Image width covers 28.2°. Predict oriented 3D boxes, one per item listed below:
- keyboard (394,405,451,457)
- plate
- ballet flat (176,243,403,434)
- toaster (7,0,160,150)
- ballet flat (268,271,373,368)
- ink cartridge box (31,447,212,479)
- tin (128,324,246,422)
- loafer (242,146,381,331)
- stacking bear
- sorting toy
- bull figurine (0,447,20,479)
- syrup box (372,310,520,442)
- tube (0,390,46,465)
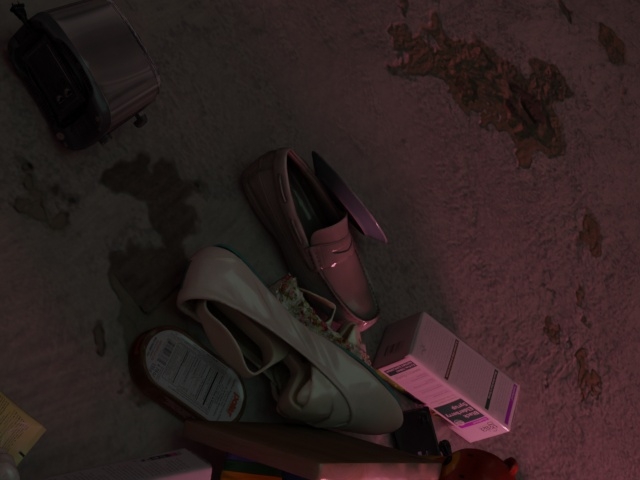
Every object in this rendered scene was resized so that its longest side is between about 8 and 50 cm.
[{"bbox_3d":[0.171,0.357,2.031,0.108,0.023,0.180,-6,76,-35],"label":"keyboard"},{"bbox_3d":[0.039,-0.063,2.022,0.024,0.188,0.188,-39,101,-4],"label":"plate"},{"bbox_3d":[-0.055,0.177,1.840,0.400,0.139,0.139,43,49,-9],"label":"ballet flat"},{"bbox_3d":[-0.333,-0.248,1.796,0.146,0.129,0.227,-35,93,-47],"label":"toaster"},{"bbox_3d":[0.011,0.138,1.938,0.241,0.091,0.077,41,78,-20],"label":"ballet flat"},{"bbox_3d":[-0.289,0.423,1.472,0.330,0.071,0.324,-3,108,-41],"label":"ink cartridge box"},{"bbox_3d":[-0.185,0.196,1.790,0.189,0.040,0.106,39,55,-21],"label":"tin"},{"bbox_3d":[0.000,0.000,1.977,0.319,0.111,0.112,54,47,-8],"label":"loafer"},{"bbox_3d":[0.160,0.374,1.828,0.164,0.289,0.175,50,48,-12],"label":"stacking bear"},{"bbox_3d":[-0.016,0.316,1.725,0.255,0.257,0.089,11,88,-47],"label":"sorting toy"},{"bbox_3d":[-0.450,0.347,1.386,0.101,0.188,0.310,58,38,-40],"label":"bull figurine"},{"bbox_3d":[0.207,0.225,2.068,0.237,0.093,0.096,39,51,-22],"label":"syrup box"},{"bbox_3d":[-0.445,0.186,1.563,0.070,0.062,0.240,-40,109,1],"label":"tube"}]
